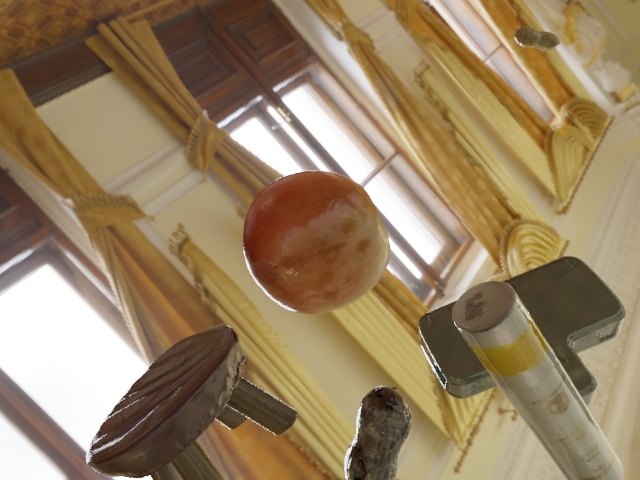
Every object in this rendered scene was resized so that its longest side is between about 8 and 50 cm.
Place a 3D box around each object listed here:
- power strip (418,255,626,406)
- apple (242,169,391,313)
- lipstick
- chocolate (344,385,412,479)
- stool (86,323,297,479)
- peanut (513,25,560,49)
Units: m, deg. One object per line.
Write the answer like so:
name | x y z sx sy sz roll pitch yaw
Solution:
power strip | 0.286 0.141 0.710 0.265 0.059 0.193 -21 -133 -4
apple | 0.000 0.000 1.294 0.364 0.364 0.364 -42 -175 5
lipstick | 0.207 0.145 0.482 0.059 0.264 0.059 -30 -154 17
chocolate | 0.110 0.396 1.012 0.110 0.110 0.247 -57 163 -70
stool | -0.192 0.278 0.801 0.272 0.178 0.272 -36 -165 11
peanut | 0.398 -0.371 0.960 0.037 0.083 0.037 11 90 -82
